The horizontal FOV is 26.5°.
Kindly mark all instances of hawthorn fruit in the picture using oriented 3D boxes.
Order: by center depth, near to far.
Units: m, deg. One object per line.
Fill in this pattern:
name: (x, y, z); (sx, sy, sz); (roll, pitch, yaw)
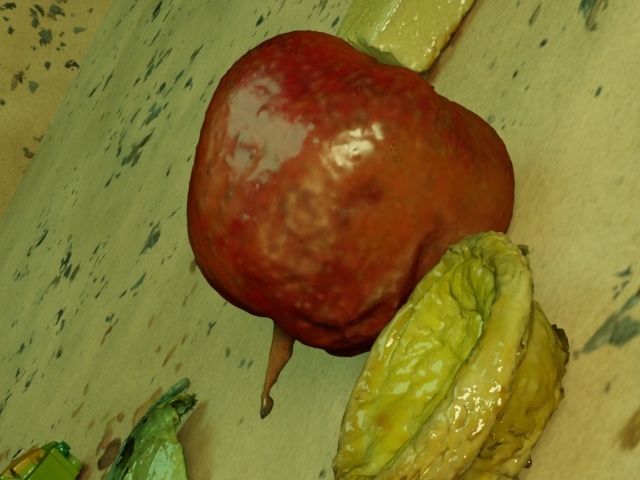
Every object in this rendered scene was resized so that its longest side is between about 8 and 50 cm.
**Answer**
hawthorn fruit: (0.000, 0.000, 0.879); (0.243, 0.207, 0.207); (-66, 19, 2)

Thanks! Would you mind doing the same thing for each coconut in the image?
coconut: (-0.146, 0.200, 1.161); (0.133, 0.055, 0.158); (-55, 18, 6)

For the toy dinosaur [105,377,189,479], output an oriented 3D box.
toy dinosaur: (-0.248, 0.285, 1.232); (0.129, 0.076, 0.383); (6, 70, 34)

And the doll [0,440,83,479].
doll: (-0.313, 0.280, 1.375); (0.134, 0.106, 0.186); (-35, 14, 39)

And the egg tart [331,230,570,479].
egg tart: (0.074, 0.086, 0.739); (0.191, 0.074, 0.191); (-54, 11, 15)

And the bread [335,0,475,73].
bread: (0.096, -0.232, 1.174); (0.188, 0.068, 0.125); (-59, 19, 0)
